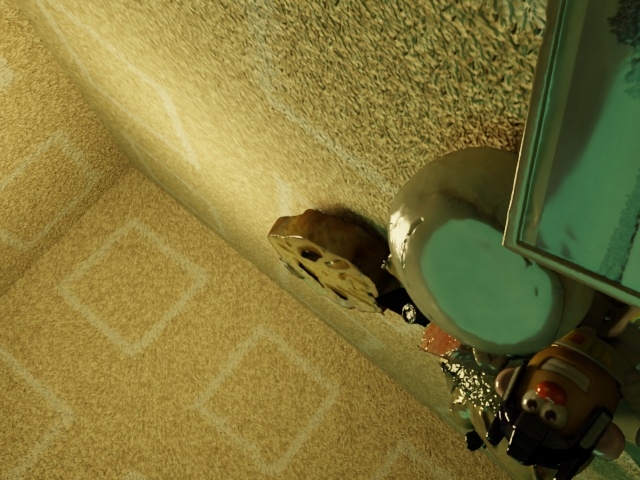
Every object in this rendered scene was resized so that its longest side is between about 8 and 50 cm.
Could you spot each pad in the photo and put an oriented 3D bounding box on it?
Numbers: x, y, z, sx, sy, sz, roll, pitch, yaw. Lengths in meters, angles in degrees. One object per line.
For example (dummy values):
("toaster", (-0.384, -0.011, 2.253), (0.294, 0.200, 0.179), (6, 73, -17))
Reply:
("pad", (0.299, 0.183, 1.302), (0.250, 0.055, 0.323), (24, -177, 32))

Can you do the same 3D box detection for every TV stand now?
("TV stand", (0.631, 0.389, 1.000), (0.269, 0.082, 0.088), (44, 164, -30))

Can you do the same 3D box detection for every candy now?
("candy", (0.221, 0.015, 0.715), (0.295, 0.185, 0.295), (26, 134, 31))

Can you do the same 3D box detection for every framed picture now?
("framed picture", (0.265, -0.071, 0.439), (0.213, 0.016, 0.289), (30, 137, 38))

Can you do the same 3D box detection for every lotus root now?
("lotus root", (0.031, 0.057, 1.415), (0.375, 0.111, 0.390), (26, 160, 10))

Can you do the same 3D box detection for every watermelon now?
("watermelon", (0.292, 0.192, 0.987), (0.146, 0.128, 0.231), (35, 171, -6))

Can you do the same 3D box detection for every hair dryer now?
("hair dryer", (0.219, 0.120, 1.232), (0.173, 0.050, 0.195), (3, -153, -35))

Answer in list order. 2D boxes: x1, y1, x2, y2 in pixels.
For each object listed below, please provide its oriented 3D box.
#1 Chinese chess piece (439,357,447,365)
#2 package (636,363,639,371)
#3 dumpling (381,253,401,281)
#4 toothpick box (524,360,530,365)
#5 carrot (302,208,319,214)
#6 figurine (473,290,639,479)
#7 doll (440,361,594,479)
("Chinese chess piece", (0.424, 0.392, 1.669), (0.122, 0.051, 0.122), (38, 164, 13))
("package", (0.556, 0.235, 0.867), (0.173, 0.027, 0.171), (36, 166, 28))
("dumpling", (0.283, 0.108, 1.076), (0.332, 0.086, 0.166), (39, 147, 9))
("toothpick box", (0.435, 0.220, 0.956), (0.120, 0.120, 0.184), (26, 164, 46))
("carrot", (0.000, 0.000, 1.540), (0.070, 0.070, 0.260), (33, 163, 28))
("figurine", (0.358, 0.200, 0.763), (0.143, 0.308, 0.308), (41, 167, -22))
("doll", (0.401, 0.354, 1.145), (0.247, 0.247, 0.349), (53, 180, -42))
